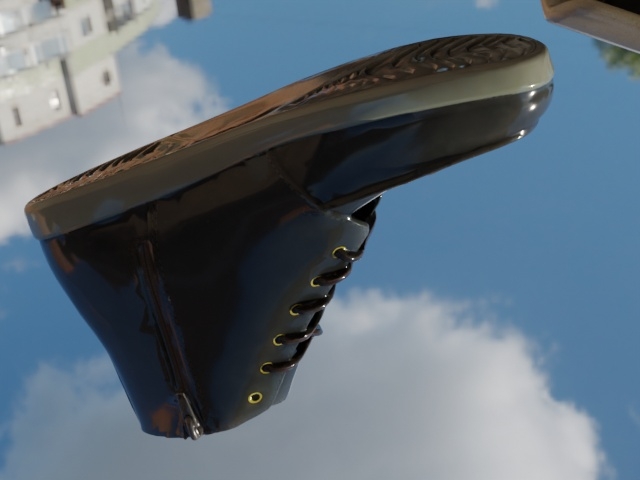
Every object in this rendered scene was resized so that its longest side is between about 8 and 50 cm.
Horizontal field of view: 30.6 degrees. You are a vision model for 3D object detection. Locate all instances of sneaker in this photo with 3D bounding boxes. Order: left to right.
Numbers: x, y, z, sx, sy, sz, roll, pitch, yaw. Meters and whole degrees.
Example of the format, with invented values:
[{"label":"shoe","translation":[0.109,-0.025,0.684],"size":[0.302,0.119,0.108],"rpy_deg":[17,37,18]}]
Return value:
[{"label":"sneaker","translation":[0.000,0.000,0.469],"size":[0.222,0.118,0.083],"rpy_deg":[-17,-165,23]}]

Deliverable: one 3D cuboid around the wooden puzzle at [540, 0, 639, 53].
[{"label":"wooden puzzle","translation":[0.248,-0.158,0.783],"size":[0.221,0.044,0.238],"rpy_deg":[17,-154,-6]}]
